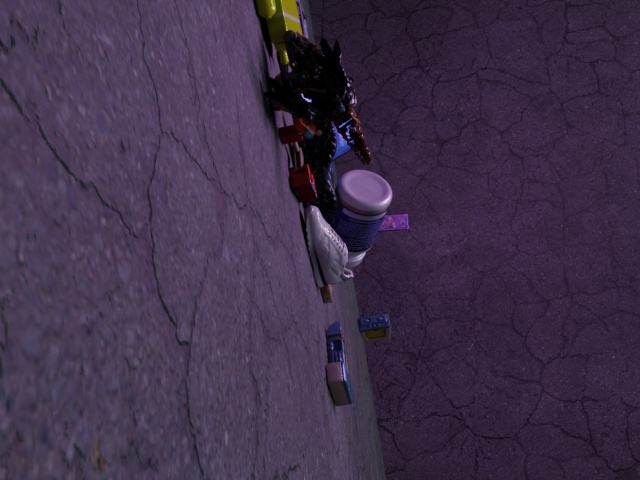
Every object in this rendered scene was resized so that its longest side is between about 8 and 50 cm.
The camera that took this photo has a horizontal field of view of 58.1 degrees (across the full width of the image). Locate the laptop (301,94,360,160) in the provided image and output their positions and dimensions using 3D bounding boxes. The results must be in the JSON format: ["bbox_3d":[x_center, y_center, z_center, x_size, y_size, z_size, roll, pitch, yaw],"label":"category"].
[{"bbox_3d":[0.025,-0.346,1.707,0.264,0.137,0.234,-85,150,-72],"label":"laptop"}]

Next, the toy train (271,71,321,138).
[{"bbox_3d":[-0.059,-0.286,1.236,0.125,0.046,0.166,31,38,-35],"label":"toy train"}]

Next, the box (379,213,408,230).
[{"bbox_3d":[0.173,-0.058,2.139,0.201,0.294,0.057,-1,88,-84],"label":"box"}]

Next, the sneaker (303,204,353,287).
[{"bbox_3d":[0.017,0.009,1.433,0.090,0.095,0.235,-90,167,-54],"label":"sneaker"}]

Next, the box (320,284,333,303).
[{"bbox_3d":[0.012,0.097,1.583,0.136,0.028,0.081,-91,170,-50],"label":"box"}]

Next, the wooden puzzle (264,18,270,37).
[{"bbox_3d":[-0.126,-0.545,1.361,0.078,0.014,0.116,-89,168,-64],"label":"wooden puzzle"}]

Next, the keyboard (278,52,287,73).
[{"bbox_3d":[-0.101,-0.510,1.535,0.180,0.023,0.108,-96,180,-47],"label":"keyboard"}]

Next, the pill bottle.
[{"bbox_3d":[0.093,-0.054,1.613,0.264,0.153,0.153,107,-15,-44],"label":"pill bottle"}]

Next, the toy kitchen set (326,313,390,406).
[{"bbox_3d":[0.100,0.277,1.420,0.122,0.166,0.207,75,7,-47],"label":"toy kitchen set"}]

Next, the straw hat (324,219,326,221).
[{"bbox_3d":[0.016,-0.061,1.729,0.144,0.061,0.144,-9,90,-85],"label":"straw hat"}]

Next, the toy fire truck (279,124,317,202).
[{"bbox_3d":[-0.048,-0.173,1.325,0.192,0.047,0.135,60,19,-77],"label":"toy fire truck"}]

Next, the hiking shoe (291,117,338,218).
[{"bbox_3d":[-0.020,-0.206,1.472,0.132,0.113,0.303,-106,-168,-57],"label":"hiking shoe"}]

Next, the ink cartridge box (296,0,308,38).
[{"bbox_3d":[-0.081,-0.895,2.352,0.206,0.045,0.208,-5,84,-84],"label":"ink cartridge box"}]

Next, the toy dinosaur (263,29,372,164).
[{"bbox_3d":[0.018,-0.308,1.187,0.322,0.164,0.218,39,11,14],"label":"toy dinosaur"}]

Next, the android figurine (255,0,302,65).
[{"bbox_3d":[-0.095,-0.541,1.317,0.248,0.056,0.272,-58,139,-71],"label":"android figurine"}]
